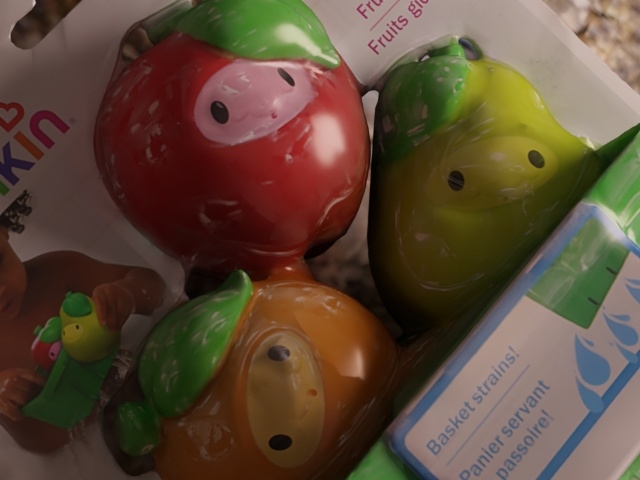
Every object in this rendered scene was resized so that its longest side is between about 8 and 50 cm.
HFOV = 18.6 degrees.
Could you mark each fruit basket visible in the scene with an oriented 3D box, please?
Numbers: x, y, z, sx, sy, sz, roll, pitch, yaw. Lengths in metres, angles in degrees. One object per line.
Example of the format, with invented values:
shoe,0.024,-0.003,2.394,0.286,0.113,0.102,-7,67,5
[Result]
fruit basket,0.000,0.000,0.819,0.353,0.165,0.327,46,71,-8
